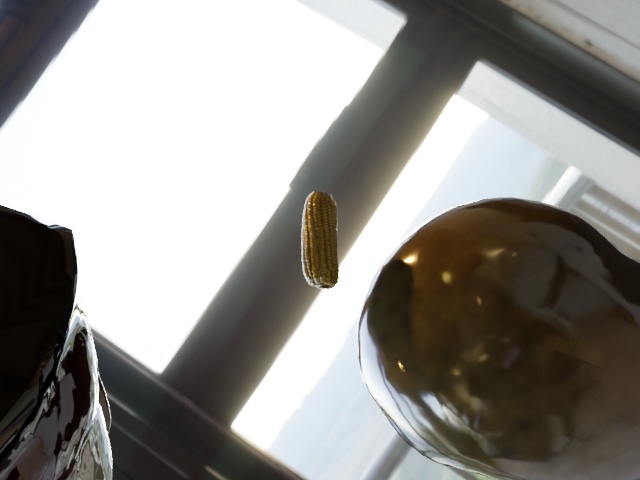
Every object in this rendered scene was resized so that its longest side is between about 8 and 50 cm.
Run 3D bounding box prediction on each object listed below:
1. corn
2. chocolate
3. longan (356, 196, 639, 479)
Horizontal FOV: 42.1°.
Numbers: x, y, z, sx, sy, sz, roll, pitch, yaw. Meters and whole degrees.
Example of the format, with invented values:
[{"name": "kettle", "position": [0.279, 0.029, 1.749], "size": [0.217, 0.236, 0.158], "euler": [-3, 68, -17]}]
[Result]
[{"name": "corn", "position": [0.000, 0.000, 0.785], "size": [0.037, 0.037, 0.092], "euler": [58, -147, -80]}, {"name": "chocolate", "position": [-0.240, 0.125, 0.487], "size": [0.283, 0.284, 0.186], "euler": [-52, -36, -27]}, {"name": "longan", "position": [0.205, 0.112, 0.824], "size": [0.288, 0.350, 0.288], "euler": [-61, 7, 13]}]
